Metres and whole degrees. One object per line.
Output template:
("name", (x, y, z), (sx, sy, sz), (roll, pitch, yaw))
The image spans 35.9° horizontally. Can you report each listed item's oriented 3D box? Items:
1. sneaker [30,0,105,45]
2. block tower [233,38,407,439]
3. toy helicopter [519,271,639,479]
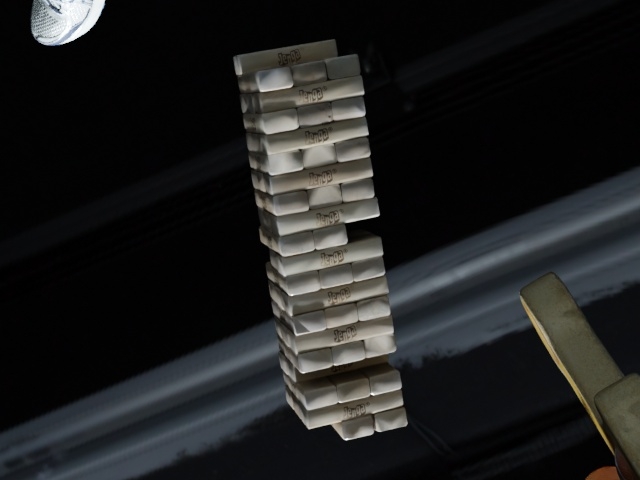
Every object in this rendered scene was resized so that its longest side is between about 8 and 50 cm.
("sneaker", (-0.171, -0.186, 0.667), (0.052, 0.058, 0.135), (42, -56, 5))
("block tower", (0.000, 0.000, 0.853), (0.091, 0.335, 0.097), (-11, -170, -14))
("toy helicopter", (0.233, 0.155, 0.692), (0.140, 0.235, 0.355), (-31, -143, 8))
